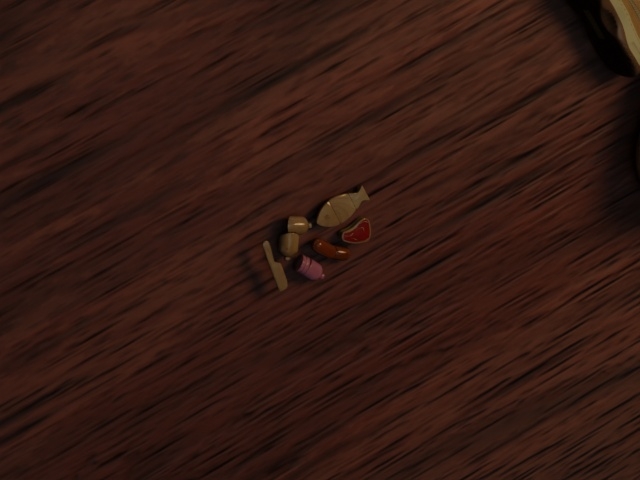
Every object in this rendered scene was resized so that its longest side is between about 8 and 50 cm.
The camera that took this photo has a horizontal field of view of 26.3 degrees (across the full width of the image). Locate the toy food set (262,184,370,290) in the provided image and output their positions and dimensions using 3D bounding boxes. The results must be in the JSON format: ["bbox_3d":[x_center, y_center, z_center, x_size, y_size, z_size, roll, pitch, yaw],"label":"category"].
[{"bbox_3d":[0.000,0.000,1.388,0.122,0.019,0.078,-25,111,-16],"label":"toy food set"}]

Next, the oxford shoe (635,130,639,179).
[{"bbox_3d":[0.447,-0.229,1.372,0.169,0.130,0.449,10,107,-18],"label":"oxford shoe"}]

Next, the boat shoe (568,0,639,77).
[{"bbox_3d":[0.289,-0.258,1.378,0.072,0.068,0.190,-43,122,-14],"label":"boat shoe"}]
